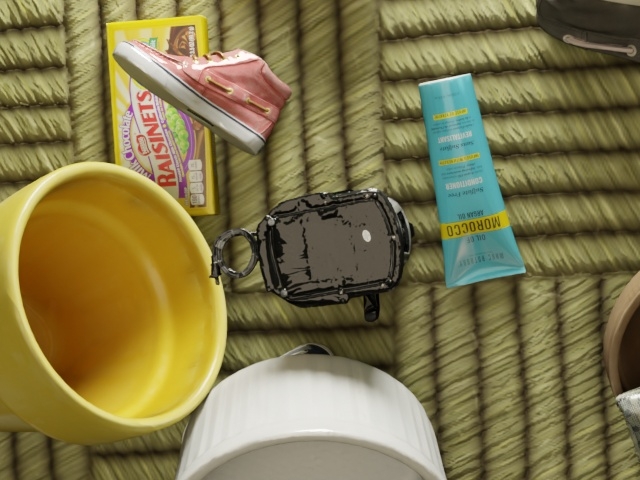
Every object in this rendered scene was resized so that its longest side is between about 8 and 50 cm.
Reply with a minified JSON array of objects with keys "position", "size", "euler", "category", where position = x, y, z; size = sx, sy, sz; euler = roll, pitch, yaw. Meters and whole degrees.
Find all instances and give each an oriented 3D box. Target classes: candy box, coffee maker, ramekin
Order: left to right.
[{"position":[-0.163,-0.125,1.276],"size":[0.105,0.027,0.206],"euler":[-4,92,10],"category":"candy box"},{"position":[-0.010,0.238,1.165],"size":[0.277,0.135,0.277],"euler":[-1,125,-2],"category":"ramekin"},{"position":[0.000,0.000,1.181],"size":[0.171,0.178,0.120],"euler":[13,93,5],"category":"coffee maker"}]

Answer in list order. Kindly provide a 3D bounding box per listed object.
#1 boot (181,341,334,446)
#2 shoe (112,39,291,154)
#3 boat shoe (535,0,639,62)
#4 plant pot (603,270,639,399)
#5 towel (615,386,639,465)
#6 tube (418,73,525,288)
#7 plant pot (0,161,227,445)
[{"position":[-0.071,0.169,1.247],"size":[0.190,0.086,0.069],"euler":[-39,87,8],"category":"boot"},{"position":[-0.115,-0.165,1.227],"size":[0.178,0.063,0.081],"euler":[33,81,-19],"category":"shoe"},{"position":[0.369,-0.209,1.171],"size":[0.335,0.095,0.112],"euler":[15,59,4],"category":"boat shoe"},{"position":[0.374,0.077,1.145],"size":[0.237,0.110,0.237],"euler":[-1,117,-1],"category":"plant pot"},{"position":[0.461,0.211,1.138],"size":[0.312,0.056,0.324],"euler":[-22,114,7],"category":"towel"},{"position":[0.144,-0.060,1.227],"size":[0.080,0.052,0.207],"euler":[-11,97,16],"category":"tube"},{"position":[-0.259,0.081,1.187],"size":[0.239,0.254,0.254],"euler":[-22,89,39],"category":"plant pot"}]
